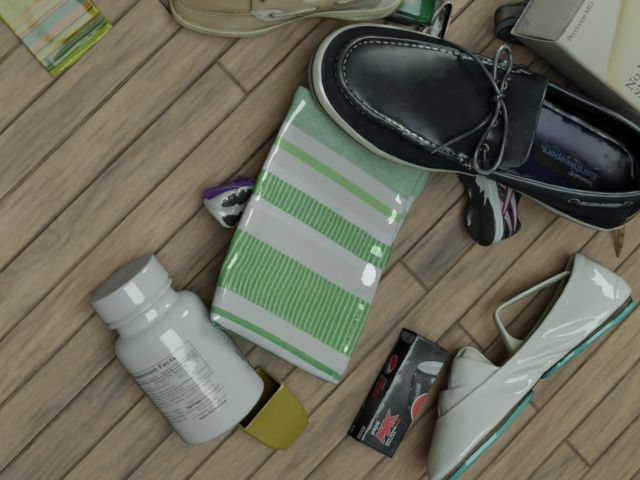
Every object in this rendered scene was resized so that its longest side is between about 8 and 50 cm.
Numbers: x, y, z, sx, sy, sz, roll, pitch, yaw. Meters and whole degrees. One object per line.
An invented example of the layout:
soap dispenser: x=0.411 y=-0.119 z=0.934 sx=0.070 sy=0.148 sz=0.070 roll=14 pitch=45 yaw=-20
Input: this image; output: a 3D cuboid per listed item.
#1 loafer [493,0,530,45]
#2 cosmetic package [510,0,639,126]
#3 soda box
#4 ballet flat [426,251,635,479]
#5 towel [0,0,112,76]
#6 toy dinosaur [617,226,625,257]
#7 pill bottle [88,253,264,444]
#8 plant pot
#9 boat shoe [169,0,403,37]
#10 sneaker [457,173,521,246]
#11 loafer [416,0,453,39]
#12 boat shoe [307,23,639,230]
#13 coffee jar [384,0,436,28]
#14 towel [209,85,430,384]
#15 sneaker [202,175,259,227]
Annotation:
loafer: x=0.352 y=-0.316 z=2.065 sx=0.268 sy=0.096 sz=0.084 roll=-1 pitch=77 yaw=-24
cosmetic package: x=0.421 y=-0.252 z=1.988 sx=0.309 sy=0.113 sz=0.160 roll=31 pitch=89 yaw=-31
soda box: x=0.107 y=0.209 z=2.055 sx=0.060 sy=0.053 sz=0.169 roll=29 pitch=88 yaw=-18
ballet flat: x=0.261 y=0.167 z=2.075 sx=0.400 sy=0.139 sz=0.139 roll=-42 pitch=106 yaw=-13
towel: x=-0.372 y=-0.322 z=1.859 sx=0.102 sy=0.021 sz=0.237 roll=-44 pitch=106 yaw=-9
toy dinosaur: x=0.449 y=-0.089 z=2.125 sx=0.112 sy=0.064 sz=0.211 roll=33 pitch=86 yaw=-19
pill bottle: x=-0.187 y=0.136 z=1.912 sx=0.131 sy=0.131 sz=0.229 roll=-39 pitch=105 yaw=-10
plant pot: x=-0.064 y=0.232 z=1.992 sx=0.081 sy=0.081 sz=0.083 roll=-50 pitch=118 yaw=-7
boat shoe: x=-0.043 y=-0.326 z=1.885 sx=0.302 sy=0.098 sz=0.109 roll=-3 pitch=73 yaw=1
sneaker: x=0.238 y=-0.084 z=2.067 sx=0.077 sy=0.072 sz=0.178 roll=-7 pitch=97 yaw=-40
loafer: x=0.147 y=-0.268 z=2.020 sx=0.045 sy=0.039 sz=0.125 roll=18 pitch=90 yaw=-20
boat shoe: x=0.225 y=-0.156 z=1.935 sx=0.500 sy=0.156 sz=0.186 roll=23 pitch=74 yaw=-12
coffee jar: x=0.123 y=-0.379 z=1.974 sx=0.096 sy=0.079 sz=0.184 roll=15 pitch=91 yaw=2
towel: x=0.000 y=0.000 z=1.955 sx=0.248 sy=0.038 sz=0.324 roll=30 pitch=79 yaw=-35
sneaker: x=-0.077 y=-0.067 z=1.963 sx=0.170 sy=0.071 sz=0.068 roll=-9 pitch=119 yaw=-31
